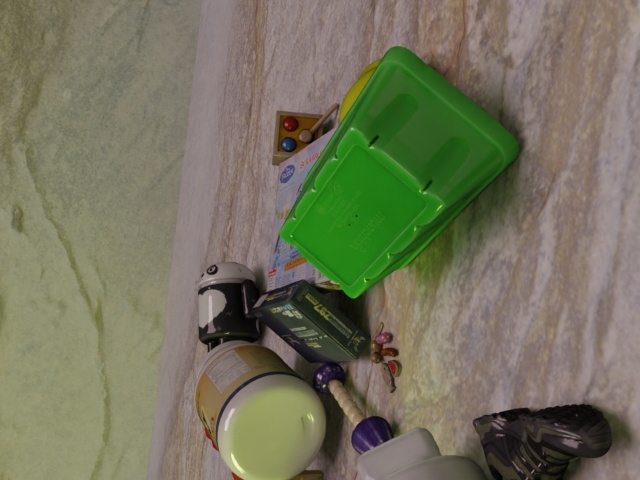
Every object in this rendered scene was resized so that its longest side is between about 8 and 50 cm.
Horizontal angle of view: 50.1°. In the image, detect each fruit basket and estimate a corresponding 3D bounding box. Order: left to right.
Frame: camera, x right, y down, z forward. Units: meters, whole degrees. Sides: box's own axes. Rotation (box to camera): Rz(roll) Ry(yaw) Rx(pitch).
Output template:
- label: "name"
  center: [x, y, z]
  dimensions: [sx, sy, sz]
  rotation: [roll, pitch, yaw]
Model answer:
- label: "fruit basket"
  center: [0.124, -0.141, 1.117]
  dimensions: [0.392, 0.283, 0.392]
  rotation: [-49, -2, -2]

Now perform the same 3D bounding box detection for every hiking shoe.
- label: "hiking shoe"
  center: [0.276, 0.263, 0.834]
  dimensions: [0.227, 0.086, 0.114]
  rotation: [142, 118, -68]

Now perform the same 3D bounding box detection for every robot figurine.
- label: "robot figurine"
  center: [-0.259, 0.197, 1.913]
  dimensions: [0.173, 0.209, 0.278]
  rotation: [58, -153, -68]
- label: "robot figurine"
  center: [0.164, 0.423, 0.875]
  dimensions: [0.300, 0.199, 0.354]
  rotation: [59, -176, -46]

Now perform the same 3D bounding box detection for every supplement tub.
- label: "supplement tub"
  center: [-0.144, 0.355, 1.481]
  dimensions: [0.316, 0.228, 0.229]
  rotation: [-157, 74, -65]

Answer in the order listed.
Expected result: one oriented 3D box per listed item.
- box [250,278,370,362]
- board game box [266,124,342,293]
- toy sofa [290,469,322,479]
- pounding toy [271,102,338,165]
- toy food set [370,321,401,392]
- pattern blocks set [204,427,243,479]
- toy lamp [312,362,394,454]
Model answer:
- label: "box"
  center: [-0.027, 0.172, 1.400]
  dimensions: [0.059, 0.183, 0.232]
  rotation: [-54, 13, -23]
- label: "board game box"
  center: [-0.011, -0.046, 1.427]
  dimensions: [0.318, 0.065, 0.318]
  rotation: [-19, 63, 61]
- label: "toy sofa"
  center: [-0.027, 0.632, 1.334]
  dimensions: [0.362, 0.150, 0.177]
  rotation: [-130, 51, -59]
- label: "pounding toy"
  center: [-0.036, -0.244, 1.582]
  dimensions: [0.100, 0.141, 0.130]
  rotation: [111, 163, -76]
- label: "toy food set"
  center: [0.116, 0.210, 1.257]
  dimensions: [0.122, 0.019, 0.078]
  rotation: [-116, 39, -49]
- label: "pattern blocks set"
  center: [-0.178, 0.509, 1.734]
  dimensions: [0.325, 0.026, 0.286]
  rotation: [44, 126, 36]
- label: "toy lamp"
  center: [0.063, 0.322, 1.284]
  dimensions: [0.274, 0.080, 0.080]
  rotation: [-138, 57, -60]
